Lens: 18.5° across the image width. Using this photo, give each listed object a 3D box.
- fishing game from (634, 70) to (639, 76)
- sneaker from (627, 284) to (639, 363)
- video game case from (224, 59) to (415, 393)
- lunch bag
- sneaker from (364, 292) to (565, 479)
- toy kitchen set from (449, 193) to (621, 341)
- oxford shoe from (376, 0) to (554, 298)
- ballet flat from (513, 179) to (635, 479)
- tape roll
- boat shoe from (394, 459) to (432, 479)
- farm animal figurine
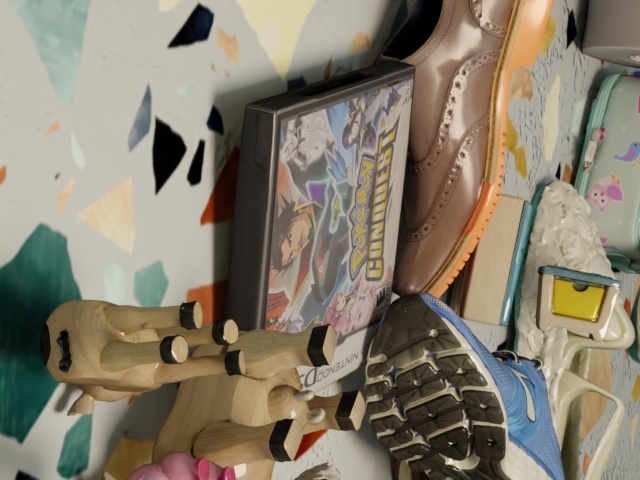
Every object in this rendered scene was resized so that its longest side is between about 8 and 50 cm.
[{"bbox_3d":[0.433,-0.301,2.413,0.189,0.041,0.264,11,89,-63],"label":"fishing game"},{"bbox_3d":[0.406,0.021,2.207,0.275,0.107,0.110,-58,176,-32],"label":"sneaker"},{"bbox_3d":[0.000,0.000,1.657,0.248,0.035,0.275,-24,124,-58],"label":"video game case"},{"bbox_3d":[0.387,-0.066,2.313,0.279,0.107,0.224,23,83,-59],"label":"lunch bag"},{"bbox_3d":[0.138,0.154,1.840,0.147,0.129,0.330,-83,151,-42],"label":"sneaker"},{"bbox_3d":[0.222,0.029,1.910,0.207,0.166,0.122,-125,-134,-90],"label":"toy kitchen set"},{"bbox_3d":[0.101,-0.117,1.796,0.132,0.130,0.364,11,100,-19],"label":"oxford shoe"},{"bbox_3d":[0.273,0.143,2.131,0.147,0.147,0.409,24,75,-61],"label":"ballet flat"},{"bbox_3d":[0.405,-0.231,2.190,0.219,0.219,0.072,10,89,-62],"label":"tape roll"},{"bbox_3d":[0.155,0.266,1.977,0.095,0.095,0.257,-67,148,-27],"label":"boat shoe"},{"bbox_3d":[-0.095,0.156,1.429,0.327,0.172,0.330,-47,127,-58],"label":"farm animal figurine"}]
